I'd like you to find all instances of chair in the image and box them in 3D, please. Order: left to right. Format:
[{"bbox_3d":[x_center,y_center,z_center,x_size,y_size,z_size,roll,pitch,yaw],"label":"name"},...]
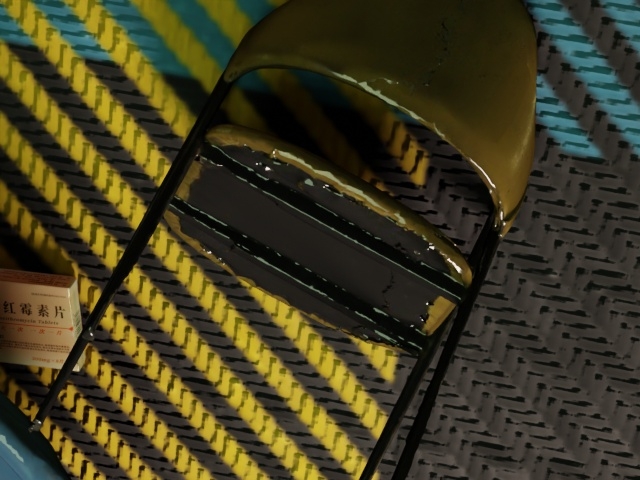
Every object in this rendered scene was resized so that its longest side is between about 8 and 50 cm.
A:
[{"bbox_3d":[0.000,0.000,0.839,0.159,0.247,0.172,29,149,-4],"label":"chair"}]

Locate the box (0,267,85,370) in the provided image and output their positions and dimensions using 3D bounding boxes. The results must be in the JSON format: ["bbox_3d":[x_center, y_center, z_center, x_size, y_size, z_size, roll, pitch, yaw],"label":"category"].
[{"bbox_3d":[-0.179,0.042,1.000,0.093,0.015,0.058,6,124,10],"label":"box"}]

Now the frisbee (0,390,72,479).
[{"bbox_3d":[-0.206,0.099,0.969,0.289,0.049,0.289,32,152,19],"label":"frisbee"}]
